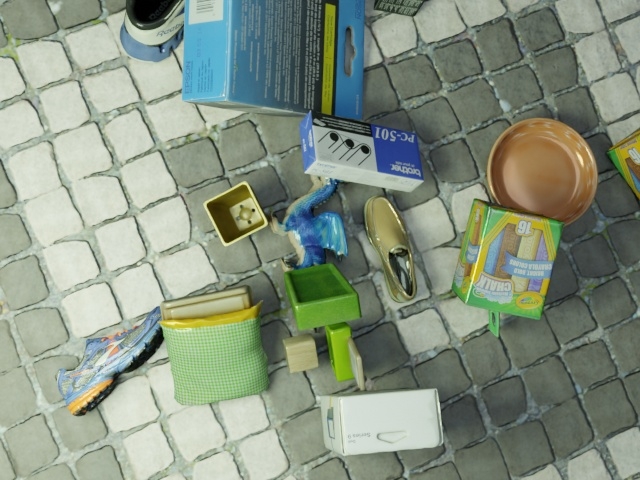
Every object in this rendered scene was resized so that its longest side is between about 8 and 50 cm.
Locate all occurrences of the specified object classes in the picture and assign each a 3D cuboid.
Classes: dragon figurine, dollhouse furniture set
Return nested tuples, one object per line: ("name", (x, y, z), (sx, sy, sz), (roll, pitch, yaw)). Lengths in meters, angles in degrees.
("dragon figurine", (0.000, 0.000, 1.598), (0.144, 0.085, 0.289), (-16, 84, -9))
("dollhouse furniture set", (-0.091, 0.173, 1.498), (0.302, 0.151, 0.197), (-11, 111, -8))

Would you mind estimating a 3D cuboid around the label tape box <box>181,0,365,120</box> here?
("label tape box", (-0.069, -0.326, 1.576), (0.334, 0.106, 0.240), (1, 92, -51))

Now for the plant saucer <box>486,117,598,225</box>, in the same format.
("plant saucer", (0.385, -0.115, 1.687), (0.200, 0.037, 0.199), (1, 83, -8))

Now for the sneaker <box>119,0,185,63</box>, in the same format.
("sneaker", (-0.226, -0.450, 1.575), (0.127, 0.182, 0.315), (28, 81, -5))

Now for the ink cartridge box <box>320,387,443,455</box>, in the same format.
("ink cartridge box", (0.091, 0.282, 1.512), (0.154, 0.212, 0.093), (-5, 84, -7))

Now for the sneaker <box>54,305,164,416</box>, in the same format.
("sneaker", (-0.334, 0.178, 1.540), (0.221, 0.083, 0.087), (-43, 82, -14))

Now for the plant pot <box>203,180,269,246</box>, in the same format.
("plant pot", (-0.132, -0.043, 1.584), (0.082, 0.083, 0.081), (-27, 87, 6))

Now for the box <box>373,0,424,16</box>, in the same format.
("box", (0.151, -0.483, 1.627), (0.078, 0.180, 0.147), (9, 82, -6))

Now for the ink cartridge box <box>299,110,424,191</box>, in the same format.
("ink cartridge box", (0.070, -0.146, 1.597), (0.207, 0.046, 0.097), (8, 60, -28))

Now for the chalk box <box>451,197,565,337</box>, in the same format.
("chalk box", (0.301, 0.051, 1.595), (0.132, 0.132, 0.213), (13, 97, -6))

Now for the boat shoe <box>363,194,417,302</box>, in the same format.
("boat shoe", (0.127, 0.011, 1.620), (0.068, 0.072, 0.190), (-20, 86, -9))

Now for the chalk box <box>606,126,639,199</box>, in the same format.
("chalk box", (0.673, -0.100, 1.652), (0.180, 0.179, 0.289), (-34, 89, -11))
